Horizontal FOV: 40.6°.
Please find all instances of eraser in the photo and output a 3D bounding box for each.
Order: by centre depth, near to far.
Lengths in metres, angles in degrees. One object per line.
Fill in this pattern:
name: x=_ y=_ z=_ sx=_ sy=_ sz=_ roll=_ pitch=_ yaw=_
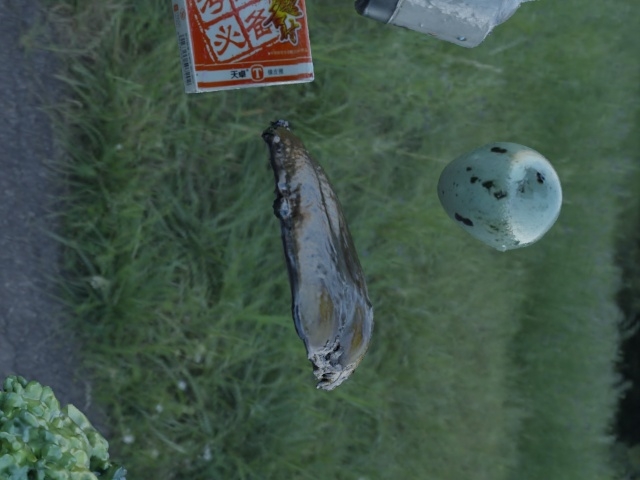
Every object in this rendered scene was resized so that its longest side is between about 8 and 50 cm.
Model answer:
eraser: x=-0.094 y=-0.289 z=0.980 sx=0.157 sy=0.038 sz=0.230 roll=-12 pitch=99 yaw=-32

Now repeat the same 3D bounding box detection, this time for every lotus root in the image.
lotus root: x=0.000 y=-0.001 z=0.955 sx=0.167 sy=0.078 sz=0.329 roll=74 pitch=4 yaw=-58

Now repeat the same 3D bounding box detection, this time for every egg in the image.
egg: x=0.213 y=-0.054 z=1.052 sx=0.131 sy=0.164 sz=0.131 roll=-5 pitch=98 yaw=-37

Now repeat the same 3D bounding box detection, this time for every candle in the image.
candle: x=0.217 y=-0.397 z=1.331 sx=0.187 sy=0.330 sz=0.187 roll=-166 pitch=-90 yaw=-80

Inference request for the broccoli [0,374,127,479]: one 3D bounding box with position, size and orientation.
broccoli: x=-0.256 y=0.203 z=0.578 sx=0.249 sy=0.375 sz=0.302 roll=-39 pitch=131 yaw=-21
